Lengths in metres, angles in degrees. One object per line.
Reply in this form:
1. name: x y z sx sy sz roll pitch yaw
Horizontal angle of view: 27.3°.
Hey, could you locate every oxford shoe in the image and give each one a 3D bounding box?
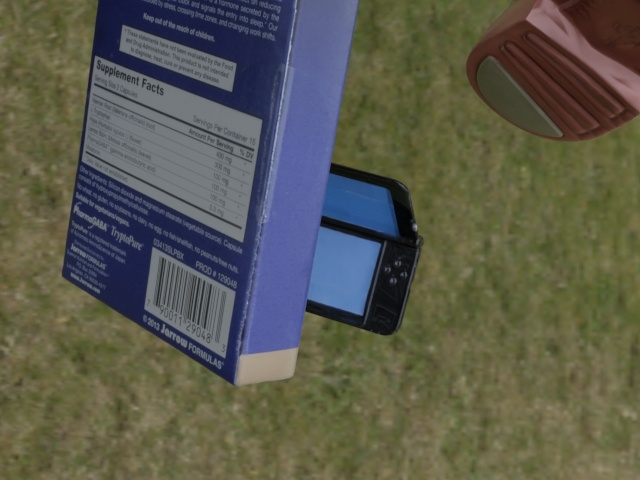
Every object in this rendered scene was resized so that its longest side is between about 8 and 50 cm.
1. oxford shoe: 0.236 -0.181 0.794 0.140 0.397 0.146 40 65 -19

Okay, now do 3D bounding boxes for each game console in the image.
1. game console: 0.000 0.000 0.886 0.071 0.122 0.107 3 103 -68

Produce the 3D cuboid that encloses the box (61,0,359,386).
1. box: -0.045 -0.071 0.529 0.037 0.136 0.225 -5 111 -40
